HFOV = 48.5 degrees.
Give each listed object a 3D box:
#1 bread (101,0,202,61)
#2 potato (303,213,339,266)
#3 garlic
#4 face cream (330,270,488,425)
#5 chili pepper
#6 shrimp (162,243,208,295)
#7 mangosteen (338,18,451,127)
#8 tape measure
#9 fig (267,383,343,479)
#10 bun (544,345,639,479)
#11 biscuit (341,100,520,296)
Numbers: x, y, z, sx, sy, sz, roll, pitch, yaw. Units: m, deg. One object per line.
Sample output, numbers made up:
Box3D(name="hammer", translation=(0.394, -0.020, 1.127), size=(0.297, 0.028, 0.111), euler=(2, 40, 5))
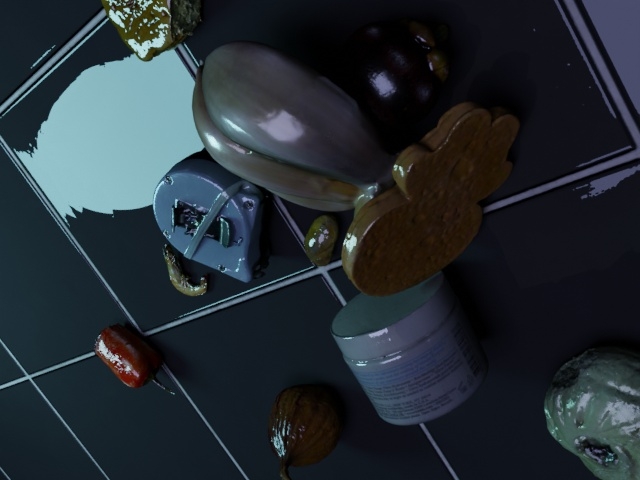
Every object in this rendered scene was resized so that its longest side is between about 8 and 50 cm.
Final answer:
Box3D(name="bread", translation=(-0.227, -0.322, 0.968), size=(0.140, 0.069, 0.127), euler=(-26, 105, 41))
Box3D(name="potato", translation=(0.000, 0.000, 1.054), size=(0.047, 0.045, 0.092), euler=(4, 132, -13))
Box3D(name="garlic", translation=(-0.039, -0.127, 0.877), size=(0.325, 0.132, 0.279), euler=(29, 162, 1))
Box3D(name="face cream", translation=(0.124, 0.144, 0.981), size=(0.177, 0.177, 0.152), euler=(-17, 109, 38))
Box3D(name="chili pepper", translation=(-0.362, 0.250, 1.415), size=(0.192, 0.084, 0.086), euler=(35, 148, 13))
Box3D(name="shrimp", translation=(-0.235, 0.052, 1.248), size=(0.083, 0.023, 0.114), euler=(3, 126, 27))
Box3D(name="mangosteen", translation=(0.093, -0.203, 0.826), size=(0.140, 0.140, 0.140), euler=(16, 126, 23))
Box3D(name="tape measure", translation=(-0.165, -0.043, 1.088), size=(0.181, 0.107, 0.182), euler=(14, 129, 15))
Box3D(name="fig", translation=(-0.042, 0.349, 1.208), size=(0.134, 0.201, 0.146), euler=(4, 128, 19))
Box3D(name="bun", translation=(0.401, 0.245, 0.920), size=(0.221, 0.108, 0.221), euler=(15, 126, 23))
Box3D(name="biscuit", translation=(0.131, -0.044, 0.860), size=(0.044, 0.202, 0.288), euler=(54, 135, 38))
